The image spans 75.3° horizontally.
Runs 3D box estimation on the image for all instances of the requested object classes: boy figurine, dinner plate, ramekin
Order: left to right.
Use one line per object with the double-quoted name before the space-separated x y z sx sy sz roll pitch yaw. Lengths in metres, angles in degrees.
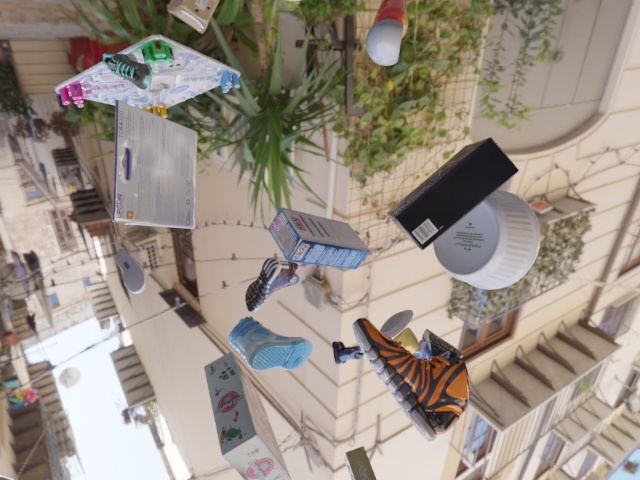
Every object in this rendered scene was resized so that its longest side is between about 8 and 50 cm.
"boy figurine" 0.184 0.360 1.398 0.285 0.092 0.177 -17 162 21
"dinner plate" 0.226 0.257 1.277 0.017 0.141 0.141 48 -146 -4
"ramekin" 0.422 -0.008 1.105 0.127 0.273 0.273 8 -160 -33

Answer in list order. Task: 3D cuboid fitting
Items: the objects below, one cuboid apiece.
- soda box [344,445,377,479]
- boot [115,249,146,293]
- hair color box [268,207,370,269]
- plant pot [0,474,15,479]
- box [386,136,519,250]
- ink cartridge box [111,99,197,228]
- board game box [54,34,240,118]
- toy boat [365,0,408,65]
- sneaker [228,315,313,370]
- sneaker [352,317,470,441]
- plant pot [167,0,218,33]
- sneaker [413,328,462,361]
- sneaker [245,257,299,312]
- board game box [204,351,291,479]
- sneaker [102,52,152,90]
"soda box" 0.127 0.686 1.169 0.061 0.058 0.181 -13 -134 -13
"boot" -0.808 0.152 1.829 0.095 0.123 0.258 -36 -124 -8
"hair color box" 0.000 0.000 1.503 0.347 0.105 0.174 11 -147 -43
"plant pot" -0.565 0.456 0.631 0.188 0.205 0.205 -10 -165 41
"box" 0.290 -0.107 0.961 0.261 0.103 0.184 -41 -179 7
"ink cartridge box" -0.496 -0.204 1.227 0.071 0.324 0.330 1 179 23
"board game box" -0.498 -0.466 1.260 0.390 0.050 0.390 -13 -177 22
"toy boat" 0.032 -0.411 0.602 0.267 0.318 0.148 -20 -136 39
"sneaker" -0.175 0.339 1.420 0.208 0.127 0.319 30 -178 36
"sneaker" 0.224 0.289 0.990 0.180 0.321 0.124 -35 173 -7
"plant pot" -0.334 -0.640 1.119 0.109 0.109 0.096 24 -170 -34
"sneaker" 0.380 0.398 1.407 0.130 0.147 0.330 32 178 14
"sneaker" -0.167 0.177 1.567 0.162 0.281 0.106 4 -132 -36
"board game box" -0.203 0.484 1.111 0.097 0.224 0.303 -28 -147 -9
"sneaker" -0.448 -0.393 0.958 0.076 0.065 0.166 -9 -145 -46
